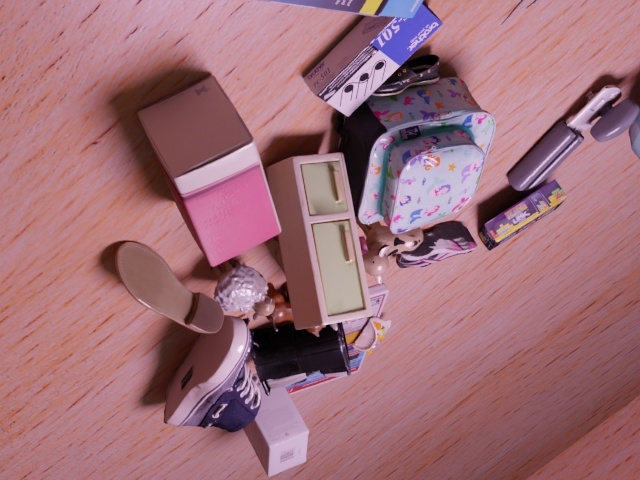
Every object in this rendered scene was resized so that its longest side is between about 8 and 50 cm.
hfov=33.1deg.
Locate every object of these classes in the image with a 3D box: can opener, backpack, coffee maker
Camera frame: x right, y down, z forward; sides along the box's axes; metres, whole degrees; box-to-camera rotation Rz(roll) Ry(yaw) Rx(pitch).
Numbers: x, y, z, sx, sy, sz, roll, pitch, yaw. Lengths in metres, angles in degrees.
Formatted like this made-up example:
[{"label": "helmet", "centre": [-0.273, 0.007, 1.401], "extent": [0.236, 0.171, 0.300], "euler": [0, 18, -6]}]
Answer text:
[{"label": "can opener", "centre": [0.483, -0.190, 2.083], "extent": [0.280, 0.093, 0.074], "euler": [-43, 147, 24]}, {"label": "backpack", "centre": [0.168, -0.147, 1.782], "extent": [0.253, 0.191, 0.225], "euler": [-23, 146, -25]}, {"label": "coffee maker", "centre": [-0.039, 0.209, 2.075], "extent": [0.178, 0.120, 0.171], "euler": [-14, 150, 4]}]

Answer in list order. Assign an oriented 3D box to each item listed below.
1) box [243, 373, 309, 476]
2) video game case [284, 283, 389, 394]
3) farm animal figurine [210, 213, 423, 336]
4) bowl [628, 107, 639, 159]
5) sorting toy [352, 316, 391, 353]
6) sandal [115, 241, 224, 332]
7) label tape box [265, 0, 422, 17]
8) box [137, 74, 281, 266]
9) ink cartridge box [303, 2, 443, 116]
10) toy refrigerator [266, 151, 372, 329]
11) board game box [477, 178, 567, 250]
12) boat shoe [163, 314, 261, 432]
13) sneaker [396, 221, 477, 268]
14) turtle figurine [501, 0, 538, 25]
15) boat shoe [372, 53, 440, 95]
[{"label": "box", "centre": [-0.102, 0.376, 2.232], "extent": [0.091, 0.170, 0.130], "euler": [-19, 145, -19]}, {"label": "video game case", "centre": [0.022, 0.213, 2.263], "extent": [0.204, 0.025, 0.285], "euler": [-15, 143, -27]}, {"label": "farm animal figurine", "centre": [0.015, 0.055, 1.912], "extent": [0.330, 0.172, 0.327], "euler": [-41, 147, 12]}, {"label": "bowl", "centre": [0.714, -0.241, 2.087], "extent": [0.311, 0.163, 0.311], "euler": [-49, 162, -21]}, {"label": "sorting toy", "centre": [0.119, 0.196, 2.275], "extent": [0.075, 0.045, 0.083], "euler": [-25, 152, -51]}, {"label": "sandal", "centre": [-0.271, 0.089, 1.792], "extent": [0.079, 0.088, 0.240], "euler": [-9, 143, 45]}, {"label": "label tape box", "centre": [0.028, -0.423, 1.356], "extent": [0.347, 0.115, 0.249], "euler": [-5, 138, -41]}, {"label": "box", "centre": [-0.159, -0.097, 1.582], "extent": [0.126, 0.149, 0.232], "euler": [-27, 146, -8]}, {"label": "ink cartridge box", "centre": [0.080, -0.287, 1.636], "extent": [0.207, 0.046, 0.097], "euler": [-43, 148, 15]}, {"label": "toy refrigerator", "centre": [0.000, 0.000, 1.734], "extent": [0.102, 0.270, 0.094], "euler": [-7, 175, -34]}, {"label": "board game box", "centre": [0.407, -0.049, 2.187], "extent": [0.170, 0.048, 0.141], "euler": [-32, 170, -3]}, {"label": "boat shoe", "centre": [-0.164, 0.252, 2.002], "extent": [0.158, 0.127, 0.340], "euler": [14, 144, -23]}, {"label": "sneaker", "centre": [0.224, 0.015, 2.154], "extent": [0.178, 0.072, 0.077], "euler": [-5, 151, -25]}, {"label": "turtle figurine", "centre": [0.267, -0.434, 1.542], "extent": [0.175, 0.118, 0.234], "euler": [-6, 125, -58]}, {"label": "boat shoe", "centre": [0.131, -0.263, 1.713], "extent": [0.133, 0.049, 0.042], "euler": [-19, 134, -20]}]
